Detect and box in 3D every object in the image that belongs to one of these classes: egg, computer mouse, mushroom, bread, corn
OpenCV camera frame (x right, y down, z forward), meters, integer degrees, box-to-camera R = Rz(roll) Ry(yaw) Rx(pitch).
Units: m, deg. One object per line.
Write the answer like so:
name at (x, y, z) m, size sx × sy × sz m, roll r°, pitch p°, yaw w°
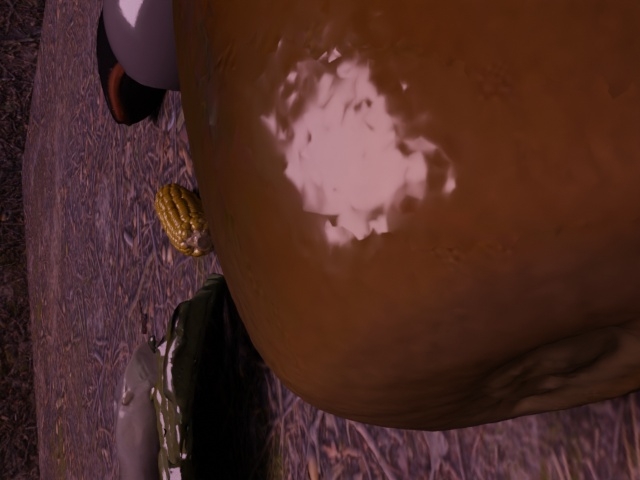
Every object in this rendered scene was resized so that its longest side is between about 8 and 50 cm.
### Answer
egg at (-0.170, -0.299, 1.169) m, size 0.176 × 0.176 × 0.232 m, roll -145°, pitch 63°, yaw -63°
computer mouse at (-0.304, -0.321, 1.574) m, size 0.323 × 0.116 × 0.183 m, roll 124°, pitch 147°, yaw -52°
mushroom at (-0.263, 0.321, 1.462) m, size 0.109 × 0.097 × 0.352 m, roll -120°, pitch 32°, yaw -70°
bread at (0.053, -0.100, 0.527) m, size 0.348 × 0.252 × 0.376 m, roll 128°, pitch 138°, yaw -58°
corn at (-0.184, -0.031, 1.327) m, size 0.206 × 0.067 × 0.067 m, roll -136°, pitch 51°, yaw -63°

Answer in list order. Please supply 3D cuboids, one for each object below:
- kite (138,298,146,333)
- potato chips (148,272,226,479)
kite at (-0.309, 0.129, 1.692) m, size 0.044 × 0.002 × 0.078 m, roll 130°, pitch 136°, yaw -56°
potato chips at (-0.158, 0.236, 1.211) m, size 0.373 × 0.097 × 0.390 m, roll 173°, pitch 96°, yaw -77°
